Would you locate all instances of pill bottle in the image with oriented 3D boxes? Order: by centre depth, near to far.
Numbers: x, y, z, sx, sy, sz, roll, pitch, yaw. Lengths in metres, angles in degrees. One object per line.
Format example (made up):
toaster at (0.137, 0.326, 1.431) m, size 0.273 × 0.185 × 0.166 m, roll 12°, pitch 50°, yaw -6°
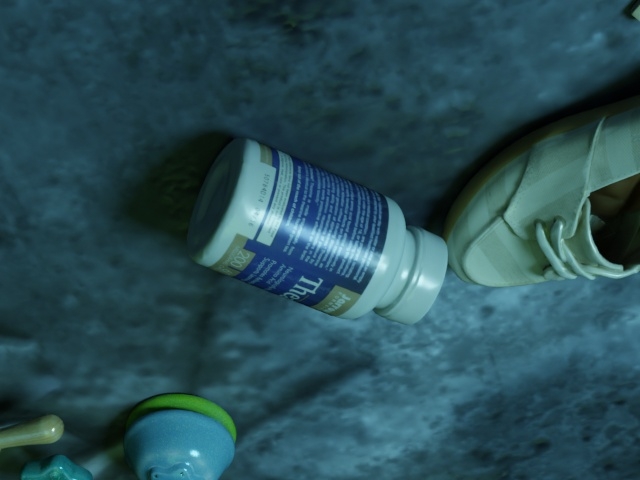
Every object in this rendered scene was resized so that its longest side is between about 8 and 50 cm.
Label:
pill bottle at (0.000, 0.000, 0.646) m, size 0.120 × 0.067 × 0.067 m, roll 22°, pitch 127°, yaw -20°

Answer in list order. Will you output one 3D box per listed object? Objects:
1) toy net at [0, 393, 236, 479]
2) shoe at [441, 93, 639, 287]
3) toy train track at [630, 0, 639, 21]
toy net at (-0.171, 0.132, 0.776) m, size 0.232 × 0.045 × 0.122 m, roll 13°, pitch 132°, yaw -11°
shoe at (0.147, -0.026, 0.625) m, size 0.219 × 0.058 × 0.076 m, roll -30°, pitch 125°, yaw 32°
toy train track at (0.181, -0.090, 0.609) m, size 0.083 × 0.014 × 0.048 m, roll 25°, pitch 126°, yaw -21°
